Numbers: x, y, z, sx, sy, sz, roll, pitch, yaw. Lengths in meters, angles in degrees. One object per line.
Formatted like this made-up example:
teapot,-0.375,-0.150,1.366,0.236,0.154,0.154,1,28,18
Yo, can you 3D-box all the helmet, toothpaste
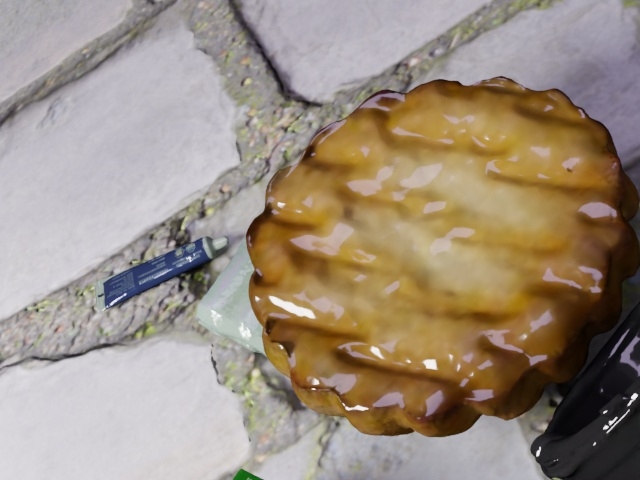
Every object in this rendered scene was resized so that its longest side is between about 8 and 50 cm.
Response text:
helmet,0.273,0.109,1.291,0.160,0.279,0.230,37,84,4
toothpaste,-0.145,0.026,1.706,0.140,0.021,0.037,-24,48,15

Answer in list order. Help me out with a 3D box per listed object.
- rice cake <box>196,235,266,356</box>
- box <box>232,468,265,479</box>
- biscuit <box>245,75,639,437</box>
rice cake,0.000,0.000,1.627,0.127,0.043,0.237,26,71,41
box,-0.051,0.288,1.413,0.139,0.073,0.194,19,67,38
biscuit,0.098,0.016,1.484,0.326,0.107,0.325,-11,55,16
